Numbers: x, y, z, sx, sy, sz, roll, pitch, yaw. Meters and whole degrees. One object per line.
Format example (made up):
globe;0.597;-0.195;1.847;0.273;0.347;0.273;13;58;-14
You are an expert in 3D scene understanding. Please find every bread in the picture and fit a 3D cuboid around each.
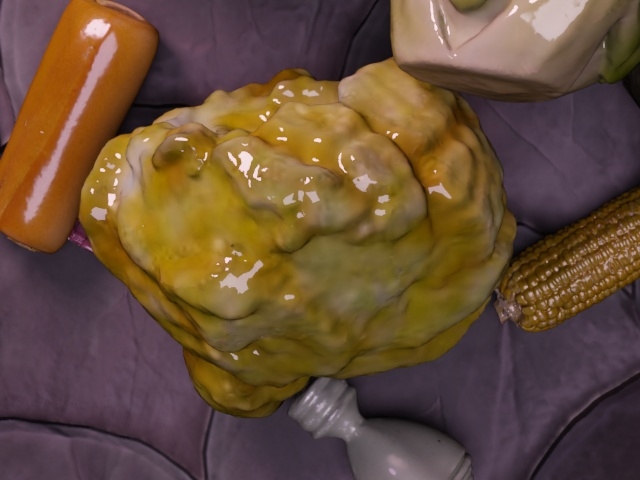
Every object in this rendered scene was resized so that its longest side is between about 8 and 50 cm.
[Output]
bread;-0.228;-0.099;1.398;0.093;0.074;0.239;28;101;12

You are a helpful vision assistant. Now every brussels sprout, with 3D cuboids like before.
brussels sprout;0.188;-0.267;1.239;0.281;0.289;0.354;25;80;-2

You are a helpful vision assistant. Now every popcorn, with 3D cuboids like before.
popcorn;-0.004;0.004;1.328;0.334;0.293;0.292;-14;101;22

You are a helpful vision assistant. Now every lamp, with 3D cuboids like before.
lamp;0.057;0.197;1.460;0.193;0.106;0.106;38;100;-1

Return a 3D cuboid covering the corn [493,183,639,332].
corn;0.260;0.007;1.427;0.238;0.080;0.080;-33;101;7

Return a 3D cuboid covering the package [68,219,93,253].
package;-0.202;-0.029;1.443;0.059;0.029;0.083;31;103;-1

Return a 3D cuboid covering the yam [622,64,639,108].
yam;0.356;-0.124;1.315;0.161;0.268;0.161;-4;116;-8
